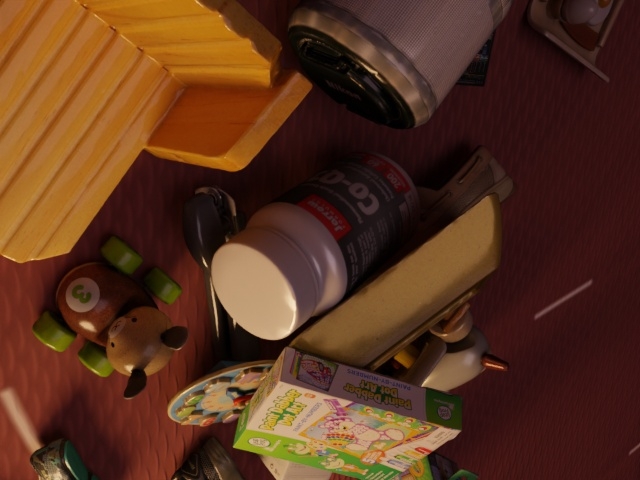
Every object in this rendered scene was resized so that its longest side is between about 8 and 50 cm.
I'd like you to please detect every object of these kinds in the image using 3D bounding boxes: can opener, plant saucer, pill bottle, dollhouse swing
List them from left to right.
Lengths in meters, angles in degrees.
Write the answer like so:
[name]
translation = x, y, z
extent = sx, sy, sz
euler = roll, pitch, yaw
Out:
[dollhouse swing]
translation = -0.268, -0.127, 0.665
extent = 0.347, 0.315, 0.305
euler = 35, 78, -41
[can opener]
translation = -0.145, 0.060, 0.948
extent = 0.095, 0.076, 0.283
euler = -32, 128, -44
[pill bottle]
translation = 0.000, 0.000, 0.920
extent = 0.283, 0.161, 0.161
euler = -37, 131, -44
[plant saucer]
translation = 0.132, 0.095, 1.008
extent = 0.332, 0.081, 0.333
euler = -36, 166, -1

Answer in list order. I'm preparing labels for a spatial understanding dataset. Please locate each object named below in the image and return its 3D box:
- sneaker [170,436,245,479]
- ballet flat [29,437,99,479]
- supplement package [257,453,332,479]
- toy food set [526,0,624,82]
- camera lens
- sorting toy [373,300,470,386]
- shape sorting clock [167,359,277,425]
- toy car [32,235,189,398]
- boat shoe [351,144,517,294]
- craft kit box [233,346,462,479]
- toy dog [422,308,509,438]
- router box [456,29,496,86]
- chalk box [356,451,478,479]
[sneaker]
translation = -0.169, 0.432, 1.105
extent = 0.130, 0.087, 0.227
euler = -34, 123, -16
[ballet flat]
translation = -0.347, 0.349, 0.964
extent = 0.070, 0.070, 0.188
euler = -29, 123, -21
[supplement package]
translation = -0.019, 0.293, 1.132
extent = 0.105, 0.105, 0.179
euler = 16, 101, -37
[toy food set]
translation = 0.491, -0.450, 1.160
extent = 0.219, 0.092, 0.306
euler = 16, 101, -39
[camera lens]
translation = 0.109, -0.299, 0.877
extent = 0.219, 0.219, 0.274
euler = 39, 86, -40
[sorting toy]
translation = 0.123, 0.220, 1.164
extent = 0.047, 0.196, 0.348
euler = 38, 86, -6
[shape sorting clock]
translation = -0.122, 0.229, 1.015
extent = 0.206, 0.040, 0.206
euler = -17, 148, -11
[toy car]
translation = -0.235, 0.111, 0.841
extent = 0.155, 0.188, 0.149
euler = -50, 130, -6
[boat shoe]
translation = 0.164, -0.034, 1.122
extent = 0.341, 0.121, 0.110
euler = -35, 90, -20
[craft kit box]
translation = 0.028, 0.252, 0.948
extent = 0.246, 0.061, 0.250
euler = 19, 141, -9
[toy dog]
translation = 0.218, 0.276, 1.255
extent = 0.220, 0.161, 0.334
euler = 22, 97, -39
[router box]
translation = 0.211, -0.291, 1.071
extent = 0.122, 0.038, 0.092
euler = -5, 114, -34
[chalk box]
translation = 0.197, 0.488, 1.297
extent = 0.213, 0.132, 0.132
euler = -32, 135, 24
